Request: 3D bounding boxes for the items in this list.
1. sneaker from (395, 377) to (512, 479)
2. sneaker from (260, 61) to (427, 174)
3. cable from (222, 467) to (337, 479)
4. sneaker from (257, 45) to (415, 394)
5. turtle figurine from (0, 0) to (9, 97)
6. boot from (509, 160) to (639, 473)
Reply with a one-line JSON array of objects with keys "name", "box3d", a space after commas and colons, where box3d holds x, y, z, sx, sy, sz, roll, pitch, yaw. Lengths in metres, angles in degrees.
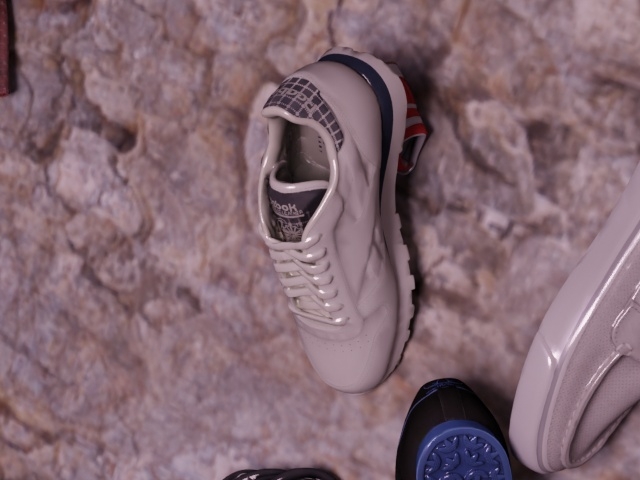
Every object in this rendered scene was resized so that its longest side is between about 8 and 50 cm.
[{"name": "sneaker", "box3d": [0.089, 0.197, 1.066, 0.081, 0.090, 0.232, -3, 112, -2]}, {"name": "sneaker", "box3d": [0.017, -0.057, 1.119, 0.118, 0.042, 0.067, -36, 70, 24]}, {"name": "cable", "box3d": [-0.017, 0.239, 1.145, 0.150, 0.047, 0.184, -40, 77, 27]}, {"name": "sneaker", "box3d": [0.000, 0.000, 1.071, 0.090, 0.095, 0.235, 9, 119, 29]}, {"name": "turtle figurine", "box3d": [-0.320, -0.229, 1.215, 0.275, 0.198, 0.266, 36, 99, 7]}, {"name": "boot", "box3d": [0.211, 0.044, 0.974, 0.123, 0.095, 0.258, 34, 107, 33]}]
